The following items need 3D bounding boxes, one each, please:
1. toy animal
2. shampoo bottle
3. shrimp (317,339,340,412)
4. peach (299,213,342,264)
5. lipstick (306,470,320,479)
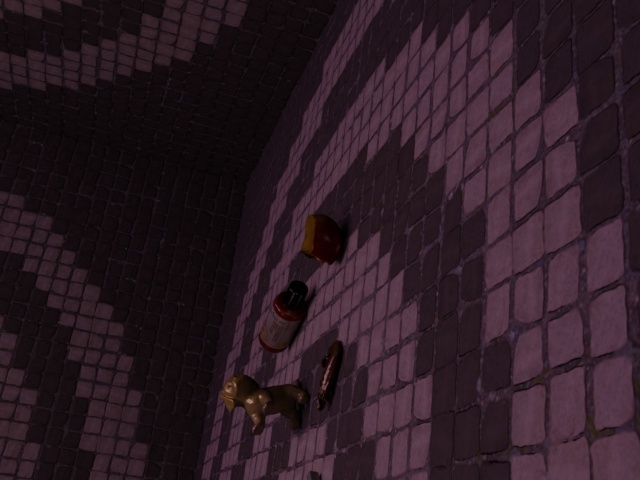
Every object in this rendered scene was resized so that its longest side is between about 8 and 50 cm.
[{"bbox_3d":[-0.150,0.433,1.998,0.169,0.233,0.121,-121,40,-60],"label":"toy animal"},{"bbox_3d":[-0.107,0.230,2.263,0.104,0.104,0.278,-90,19,-45],"label":"shampoo bottle"},{"bbox_3d":[0.013,0.333,1.827,0.124,0.034,0.178,177,108,-79],"label":"shrimp"},{"bbox_3d":[0.006,-0.004,2.013,0.151,0.118,0.151,-29,-57,-60],"label":"peach"},{"bbox_3d":[-0.010,0.586,1.691,0.107,0.025,0.025,-106,30,-53],"label":"lipstick"}]
